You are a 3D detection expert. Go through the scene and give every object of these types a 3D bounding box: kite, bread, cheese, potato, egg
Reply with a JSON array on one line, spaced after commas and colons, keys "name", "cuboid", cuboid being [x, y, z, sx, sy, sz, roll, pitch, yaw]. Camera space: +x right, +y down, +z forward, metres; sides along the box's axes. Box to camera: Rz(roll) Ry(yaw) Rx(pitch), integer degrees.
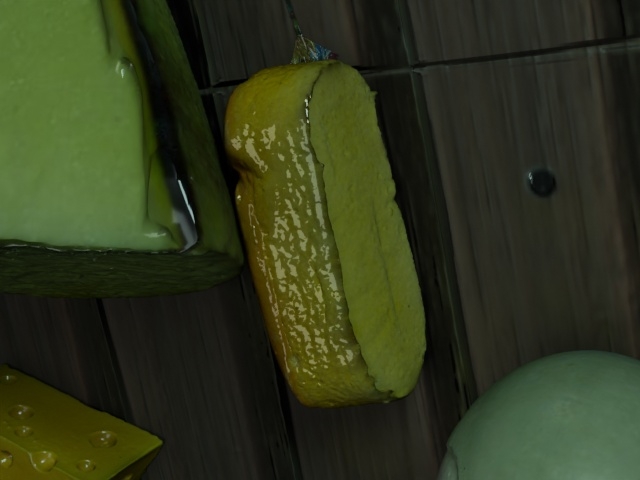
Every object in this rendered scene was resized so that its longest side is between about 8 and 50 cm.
[{"name": "kite", "cuboid": [-0.007, -0.137, 0.888, 0.044, 0.002, 0.078, 9, 113, 29]}, {"name": "bread", "cuboid": [0.000, 0.000, 0.876, 0.094, 0.102, 0.245, -6, 106, 31]}, {"name": "cheese", "cuboid": [-0.245, 0.174, 1.100, 0.171, 0.093, 0.126, 41, 125, 14]}, {"name": "potato", "cuboid": [-0.204, -0.104, 0.927, 0.330, 0.213, 0.280, -3, 82, 15]}, {"name": "egg", "cuboid": [0.153, 0.171, 0.772, 0.183, 0.217, 0.183, 12, 115, 26]}]
